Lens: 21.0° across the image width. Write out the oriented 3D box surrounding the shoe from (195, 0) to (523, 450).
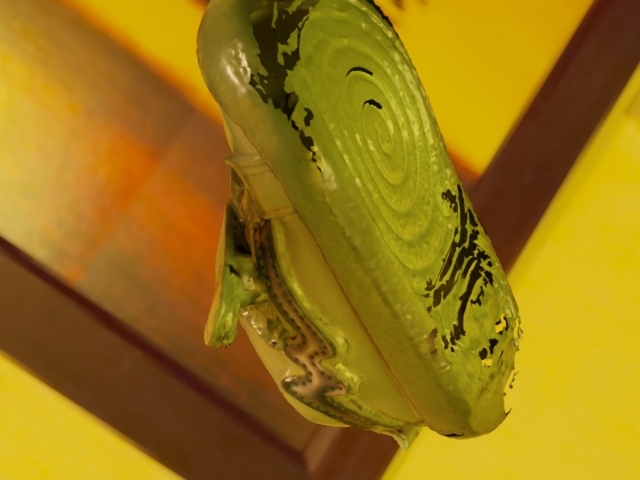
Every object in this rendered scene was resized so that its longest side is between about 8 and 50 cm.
[{"bbox_3d":[0.006,-0.002,0.834,0.262,0.128,0.140,56,21,-24],"label":"shoe"}]
